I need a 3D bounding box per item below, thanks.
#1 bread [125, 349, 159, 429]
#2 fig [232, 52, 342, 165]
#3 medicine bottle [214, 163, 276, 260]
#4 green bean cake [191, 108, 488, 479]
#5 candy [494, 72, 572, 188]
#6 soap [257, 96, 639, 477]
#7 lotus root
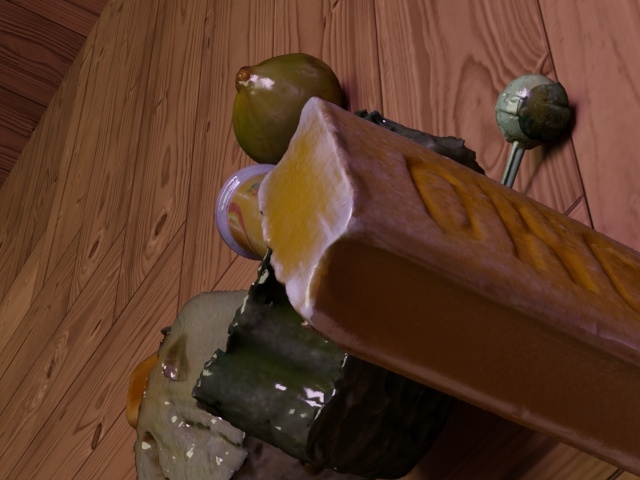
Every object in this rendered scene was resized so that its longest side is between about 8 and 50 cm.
[{"bbox_3d":[-0.149,0.156,1.617,0.239,0.074,0.092,-35,43,54],"label":"bread"},{"bbox_3d":[-0.036,-0.151,1.624,0.153,0.121,0.136,97,-167,-66],"label":"fig"},{"bbox_3d":[0.000,0.000,1.367,0.108,0.108,0.426,-66,20,1],"label":"medicine bottle"},{"bbox_3d":[0.039,0.046,1.019,0.241,0.132,0.255,-62,-21,-4],"label":"green bean cake"},{"bbox_3d":[0.148,-0.036,1.139,0.061,0.061,0.202,-145,72,-70],"label":"candy"},{"bbox_3d":[0.103,0.030,0.825,0.089,0.274,0.173,-58,22,21],"label":"soap"},{"bbox_3d":[-0.067,0.188,1.269,0.260,0.149,0.267,0,73,65],"label":"lotus root"}]
